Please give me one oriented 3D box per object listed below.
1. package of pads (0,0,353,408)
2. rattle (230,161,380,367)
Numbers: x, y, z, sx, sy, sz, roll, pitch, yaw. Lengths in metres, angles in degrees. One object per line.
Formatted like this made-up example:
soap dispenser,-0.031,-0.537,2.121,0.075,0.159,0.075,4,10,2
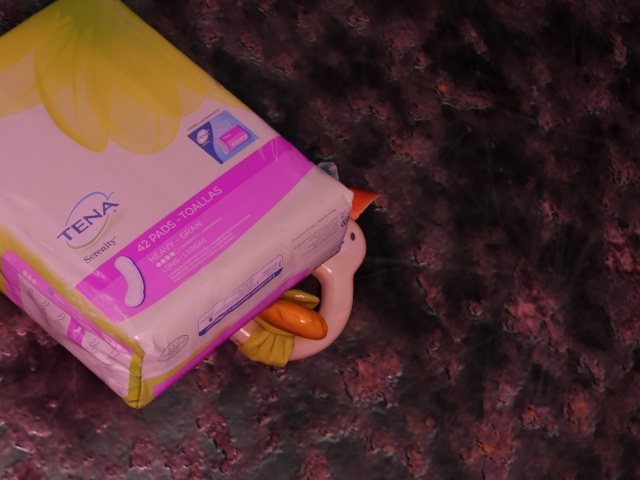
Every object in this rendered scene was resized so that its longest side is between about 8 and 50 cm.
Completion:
package of pads,-0.160,-0.039,1.335,0.296,0.101,0.229,40,58,19
rattle,0.000,0.000,1.439,0.130,0.143,0.200,40,65,12
